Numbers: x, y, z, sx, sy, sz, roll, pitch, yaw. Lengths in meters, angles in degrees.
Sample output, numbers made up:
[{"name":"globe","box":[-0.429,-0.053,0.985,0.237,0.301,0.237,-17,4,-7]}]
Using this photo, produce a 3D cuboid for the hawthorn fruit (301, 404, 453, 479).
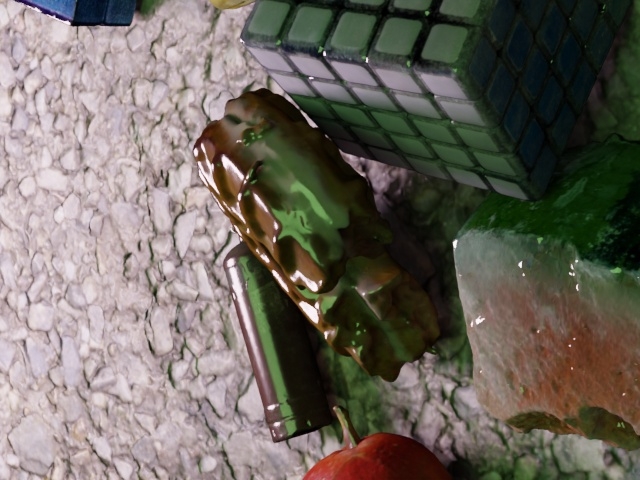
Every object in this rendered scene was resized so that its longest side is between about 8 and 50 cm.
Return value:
[{"name":"hawthorn fruit","box":[0.052,0.275,1.613,0.196,0.196,0.225,-27,72,37]}]

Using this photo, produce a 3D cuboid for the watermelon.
[{"name":"watermelon","box":[0.253,0.059,1.444,0.264,0.151,0.302,12,102,40]}]

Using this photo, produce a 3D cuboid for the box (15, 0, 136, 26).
[{"name":"box","box":[-0.314,-0.419,1.859,0.261,0.116,0.279,26,110,32]}]

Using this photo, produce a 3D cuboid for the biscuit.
[{"name":"biscuit","box":[-0.013,-0.015,1.542,0.115,0.366,0.268,-39,62,-6]}]

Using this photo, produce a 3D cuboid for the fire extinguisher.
[{"name":"fire extinguisher","box":[-0.047,0.081,1.738,0.089,0.072,0.268,-20,82,32]}]

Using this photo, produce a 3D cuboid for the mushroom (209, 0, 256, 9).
[{"name":"mushroom","box":[-0.005,-0.347,1.650,0.333,0.087,0.107,-25,81,39]}]

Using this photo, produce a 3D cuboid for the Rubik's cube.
[{"name":"Rubik's cube","box":[0.109,-0.205,1.431,0.238,0.237,0.237,14,71,33]}]
